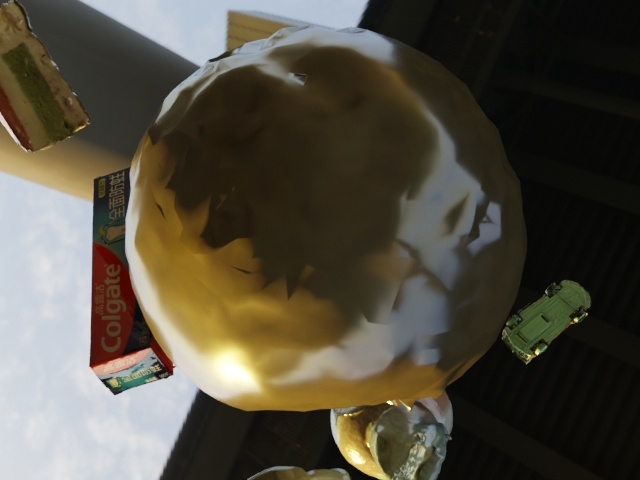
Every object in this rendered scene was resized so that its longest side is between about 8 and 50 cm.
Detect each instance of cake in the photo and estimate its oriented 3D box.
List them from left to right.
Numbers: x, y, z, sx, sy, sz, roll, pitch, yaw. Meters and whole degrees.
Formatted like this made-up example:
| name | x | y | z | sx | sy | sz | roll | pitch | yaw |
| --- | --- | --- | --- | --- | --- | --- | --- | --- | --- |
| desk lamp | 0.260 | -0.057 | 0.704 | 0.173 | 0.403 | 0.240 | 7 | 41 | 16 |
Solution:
| name | x | y | z | sx | sy | sz | roll | pitch | yaw |
| --- | --- | --- | --- | --- | --- | --- | --- | --- | --- |
| cake | -0.348 | -0.198 | 0.975 | 0.086 | 0.117 | 0.220 | -29 | -141 | -17 |

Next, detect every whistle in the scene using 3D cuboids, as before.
| name | x | y | z | sx | sy | sz | roll | pitch | yaw |
| --- | --- | --- | --- | --- | --- | --- | --- | --- | --- |
| whistle | 0.122 | 0.280 | 1.214 | 0.189 | 0.189 | 0.348 | -64 | -168 | 4 |

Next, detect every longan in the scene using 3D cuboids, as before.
| name | x | y | z | sx | sy | sz | roll | pitch | yaw |
| --- | --- | --- | --- | --- | --- | --- | --- | --- | --- |
| longan | 0.008 | 0.001 | 0.891 | 0.404 | 0.436 | 0.404 | 1 | -125 | -1 |

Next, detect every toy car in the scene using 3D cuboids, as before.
| name | x | y | z | sx | sy | sz | roll | pitch | yaw |
| --- | --- | --- | --- | --- | --- | --- | --- | --- | --- |
| toy car | 0.292 | 0.101 | 1.104 | 0.122 | 0.035 | 0.059 | -37 | -119 | -9 |

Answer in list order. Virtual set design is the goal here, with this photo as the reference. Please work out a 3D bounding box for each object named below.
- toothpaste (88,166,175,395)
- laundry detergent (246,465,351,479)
| name | x | y | z | sx | sy | sz | roll | pitch | yaw |
| --- | --- | --- | --- | --- | --- | --- | --- | --- | --- |
| toothpaste | -0.232 | 0.034 | 1.044 | 0.076 | 0.066 | 0.320 | -19 | -136 | 4 |
| laundry detergent | -0.037 | 0.436 | 1.417 | 0.181 | 0.253 | 0.091 | -44 | -122 | 16 |
